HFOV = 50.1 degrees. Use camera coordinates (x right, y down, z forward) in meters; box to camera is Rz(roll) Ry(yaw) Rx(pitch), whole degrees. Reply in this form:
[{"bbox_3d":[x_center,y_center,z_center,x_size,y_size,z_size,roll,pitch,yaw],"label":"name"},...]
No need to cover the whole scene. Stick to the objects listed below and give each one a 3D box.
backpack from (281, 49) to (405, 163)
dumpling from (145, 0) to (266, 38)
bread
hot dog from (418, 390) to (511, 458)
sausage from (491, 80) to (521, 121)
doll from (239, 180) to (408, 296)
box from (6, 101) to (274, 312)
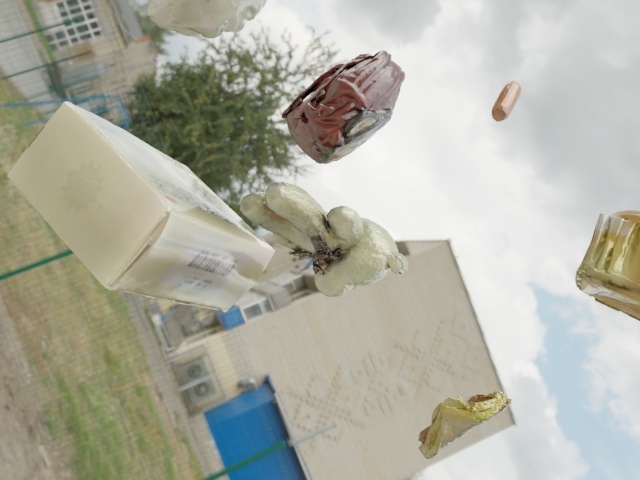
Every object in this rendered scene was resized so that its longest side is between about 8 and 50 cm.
[{"bbox_3d":[0.048,-0.233,1.164,0.139,0.229,0.229,48,-12,-4],"label":"backpack"},{"bbox_3d":[-0.123,-0.302,0.849,0.108,0.188,0.127,54,-9,23],"label":"dumpling"},{"bbox_3d":[0.412,0.053,0.752,0.241,0.107,0.136,26,-7,24],"label":"bread"},{"bbox_3d":[0.207,0.268,1.042,0.061,0.169,0.078,54,17,14],"label":"hot dog"},{"bbox_3d":[0.319,-0.239,1.177,0.034,0.083,0.034,24,-30,15],"label":"sausage"},{"bbox_3d":[-0.003,0.001,1.113,0.278,0.149,0.175,30,4,-28],"label":"doll"},{"bbox_3d":[-0.165,-0.022,0.675,0.168,0.095,0.212,44,6,22],"label":"box"}]
